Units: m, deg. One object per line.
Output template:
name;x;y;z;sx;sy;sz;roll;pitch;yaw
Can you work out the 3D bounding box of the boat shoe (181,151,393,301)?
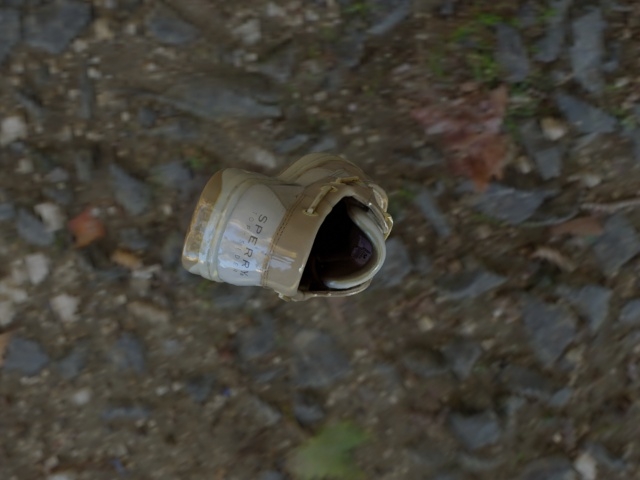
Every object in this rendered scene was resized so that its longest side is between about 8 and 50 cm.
boat shoe;0.000;0.000;0.749;0.059;0.170;0.063;23;104;18
